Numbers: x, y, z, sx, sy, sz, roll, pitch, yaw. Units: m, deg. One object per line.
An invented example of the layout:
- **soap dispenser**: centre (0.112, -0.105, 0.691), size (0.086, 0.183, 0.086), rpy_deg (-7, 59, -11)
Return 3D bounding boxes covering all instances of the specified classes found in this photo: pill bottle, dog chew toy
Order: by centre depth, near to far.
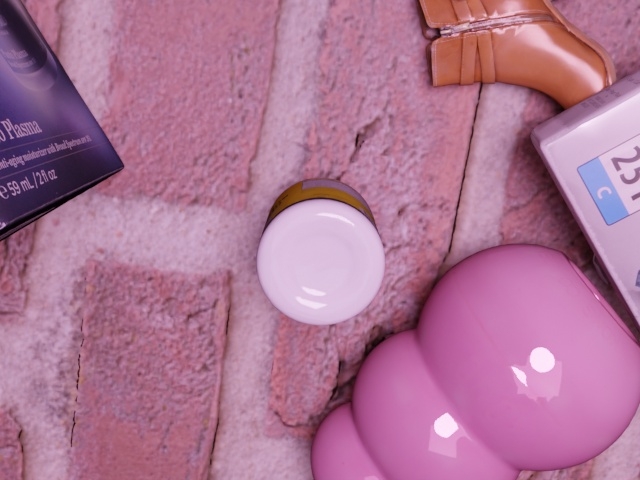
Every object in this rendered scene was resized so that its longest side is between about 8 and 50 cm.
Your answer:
- **pill bottle**: centre (0.000, 0.000, 0.676), size (0.103, 0.184, 0.103), rpy_deg (0, 103, 0)
- **dog chew toy**: centre (0.126, 0.155, 0.714), size (0.332, 0.206, 0.206), rpy_deg (-41, 100, 17)

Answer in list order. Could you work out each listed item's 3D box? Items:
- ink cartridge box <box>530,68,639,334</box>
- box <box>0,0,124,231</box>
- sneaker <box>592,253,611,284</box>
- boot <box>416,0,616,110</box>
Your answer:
- **ink cartridge box**: centre (0.367, -0.029, 0.650), size (0.261, 0.066, 0.296), rpy_deg (-30, 102, 14)
- **box**: centre (-0.334, -0.123, 0.590), size (0.183, 0.296, 0.294), rpy_deg (-29, 101, 7)
- **sneaker**: centre (0.363, -0.021, 0.727), size (0.215, 0.083, 0.084), rpy_deg (-32, 102, 8)
- **boot**: centre (0.178, -0.161, 0.702), size (0.152, 0.073, 0.197), rpy_deg (-16, 90, 2)
